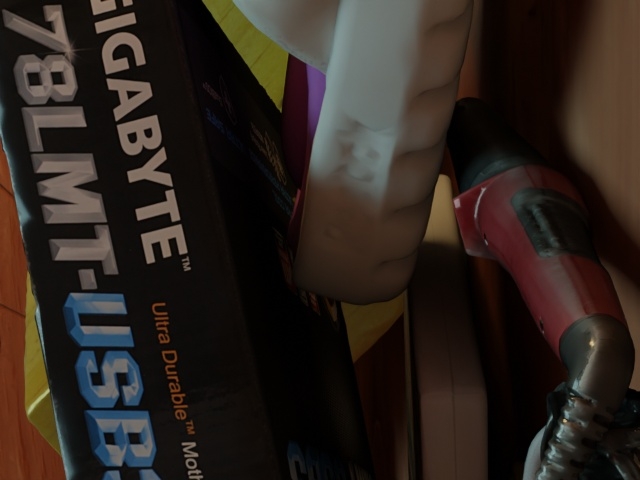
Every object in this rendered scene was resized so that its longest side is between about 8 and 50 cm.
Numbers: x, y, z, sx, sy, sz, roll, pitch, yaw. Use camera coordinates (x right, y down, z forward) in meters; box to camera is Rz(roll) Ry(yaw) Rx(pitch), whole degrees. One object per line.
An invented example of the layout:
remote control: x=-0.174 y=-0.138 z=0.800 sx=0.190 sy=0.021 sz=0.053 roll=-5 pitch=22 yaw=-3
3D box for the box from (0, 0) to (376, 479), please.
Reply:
box: x=-0.026 y=0.079 z=0.658 sx=0.295 sy=0.073 sz=0.293 roll=53 pitch=-158 yaw=-76

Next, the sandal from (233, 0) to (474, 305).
sandal: x=-0.003 y=-0.134 z=0.490 sx=0.169 sy=0.102 sz=0.416 roll=-83 pitch=-3 yaw=-46

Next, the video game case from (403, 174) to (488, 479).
video game case: x=0.046 y=0.099 z=0.668 sx=0.212 sy=0.023 sz=0.193 roll=-89 pitch=-4 yaw=-70

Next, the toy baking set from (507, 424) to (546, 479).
toy baking set: x=0.068 y=0.156 z=0.520 sx=0.256 sy=0.030 sz=0.197 roll=106 pitch=160 yaw=-77

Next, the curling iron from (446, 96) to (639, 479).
curling iron: x=0.052 y=0.006 z=0.504 sx=0.274 sy=0.035 sz=0.068 roll=-99 pitch=23 yaw=-67

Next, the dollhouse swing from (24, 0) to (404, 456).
dollhouse swing: x=0.000 y=0.000 z=1.073 sx=0.315 sy=0.305 sz=0.347 roll=-45 pitch=29 yaw=23
